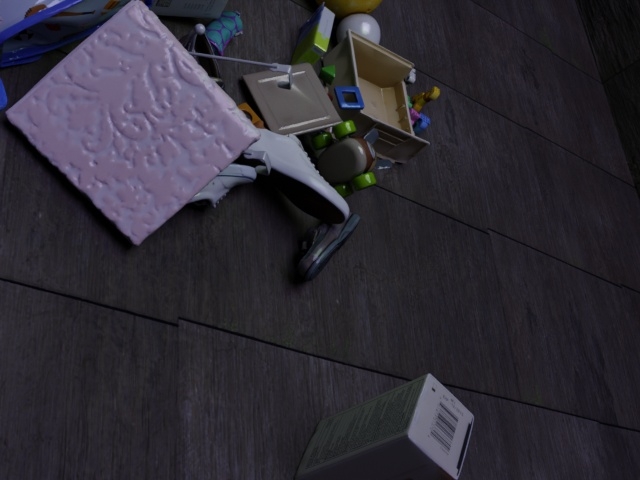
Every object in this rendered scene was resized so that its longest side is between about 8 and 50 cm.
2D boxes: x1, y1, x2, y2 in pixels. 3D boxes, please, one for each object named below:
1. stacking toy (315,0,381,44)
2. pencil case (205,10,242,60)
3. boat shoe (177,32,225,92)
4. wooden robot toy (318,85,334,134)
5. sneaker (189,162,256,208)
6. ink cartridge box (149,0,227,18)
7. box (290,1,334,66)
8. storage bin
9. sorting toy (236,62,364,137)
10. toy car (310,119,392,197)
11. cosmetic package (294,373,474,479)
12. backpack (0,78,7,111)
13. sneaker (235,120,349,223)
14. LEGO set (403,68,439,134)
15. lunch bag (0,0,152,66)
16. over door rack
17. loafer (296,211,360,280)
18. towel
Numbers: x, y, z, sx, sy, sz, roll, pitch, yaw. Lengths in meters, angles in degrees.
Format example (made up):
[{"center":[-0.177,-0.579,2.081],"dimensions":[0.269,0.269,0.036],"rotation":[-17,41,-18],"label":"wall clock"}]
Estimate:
[{"center":[0.065,-0.711,2.252],"dimensions":[0.351,0.351,0.479],"rotation":[-4,87,-46],"label":"stacking toy"},{"center":[-0.227,-0.459,1.905],"dimensions":[0.070,0.064,0.151],"rotation":[28,44,-2],"label":"pencil case"},{"center":[-0.244,-0.313,1.767],"dimensions":[0.103,0.092,0.285],"rotation":[3,63,-44],"label":"boat shoe"},{"center":[-0.020,-0.326,2.023],"dimensions":[0.079,0.076,0.173],"rotation":[7,59,-30],"label":"wooden robot toy"},{"center":[-0.220,-0.111,1.675],"dimensions":[0.258,0.094,0.091],"rotation":[-8,108,-57],"label":"sneaker"},{"center":[-0.295,-0.653,1.855],"dimensions":[0.272,0.130,0.309],"rotation":[-4,71,-30],"label":"ink cartridge box"},{"center":[-0.019,-0.500,2.104],"dimensions":[0.042,0.109,0.178],"rotation":[31,46,-22],"label":"box"},{"center":[0.144,-0.357,2.161],"dimensions":[0.260,0.123,0.262],"rotation":[17,53,-37],"label":"storage bin"},{"center":[-0.069,-0.314,1.939],"dimensions":[0.348,0.047,0.196],"rotation":[-18,67,-28],"label":"sorting toy"},{"center":[0.097,-0.199,1.979],"dimensions":[0.188,0.149,0.155],"rotation":[-21,90,-44],"label":"toy car"},{"center":[0.111,0.371,1.510],"dimensions":[0.129,0.296,0.153],"rotation":[45,43,-15],"label":"cosmetic package"},{"center":[-0.576,-0.241,1.386],"dimensions":[0.120,0.101,0.097],"rotation":[-2,73,-49],"label":"backpack"},{"center":[-0.043,-0.155,1.791],"dimensions":[0.290,0.106,0.123],"rotation":[36,59,-1],"label":"sneaker"},{"center":[0.275,-0.385,2.332],"dimensions":[0.087,0.093,0.227],"rotation":[28,47,-30],"label":"LEGO set"},{"center":[-0.523,-0.514,1.508],"dimensions":[0.385,0.239,0.327],"rotation":[-35,92,-27],"label":"lunch bag"},{"center":[-0.223,-0.290,1.648],"dimensions":[0.324,0.108,0.239],"rotation":[16,63,-4],"label":"over door rack"},{"center":[0.000,0.000,1.823],"dimensions":[0.084,0.096,0.267],"rotation":[35,33,6],"label":"loafer"},{"center":[-0.327,-0.206,1.509],"dimensions":[0.317,0.053,0.332],"rotation":[-44,99,-8],"label":"towel"}]
